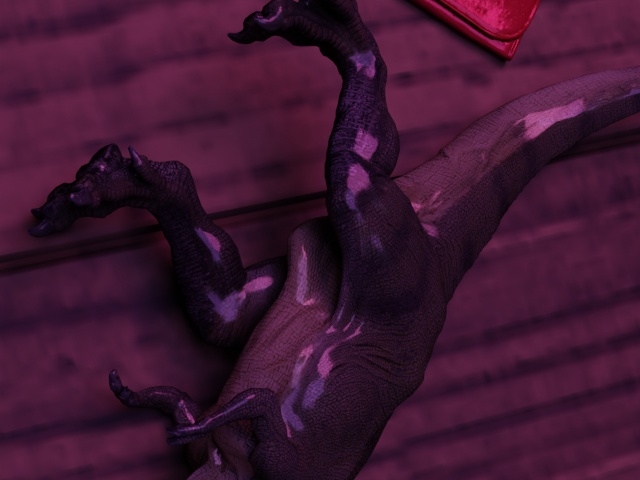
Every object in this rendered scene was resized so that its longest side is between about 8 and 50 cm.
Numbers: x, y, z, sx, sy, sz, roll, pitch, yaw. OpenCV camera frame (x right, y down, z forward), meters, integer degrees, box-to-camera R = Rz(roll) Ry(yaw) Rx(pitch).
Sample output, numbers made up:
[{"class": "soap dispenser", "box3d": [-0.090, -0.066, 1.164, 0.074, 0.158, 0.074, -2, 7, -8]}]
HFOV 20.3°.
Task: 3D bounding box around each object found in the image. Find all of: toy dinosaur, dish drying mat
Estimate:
[{"class": "toy dinosaur", "box3d": [0.000, 0.000, 0.492, 0.118, 0.064, 0.268, 48, 63, -13]}, {"class": "dish drying mat", "box3d": [0.031, -0.090, 0.552, 0.083, 0.008, 0.032, 31, 67, -13]}]
